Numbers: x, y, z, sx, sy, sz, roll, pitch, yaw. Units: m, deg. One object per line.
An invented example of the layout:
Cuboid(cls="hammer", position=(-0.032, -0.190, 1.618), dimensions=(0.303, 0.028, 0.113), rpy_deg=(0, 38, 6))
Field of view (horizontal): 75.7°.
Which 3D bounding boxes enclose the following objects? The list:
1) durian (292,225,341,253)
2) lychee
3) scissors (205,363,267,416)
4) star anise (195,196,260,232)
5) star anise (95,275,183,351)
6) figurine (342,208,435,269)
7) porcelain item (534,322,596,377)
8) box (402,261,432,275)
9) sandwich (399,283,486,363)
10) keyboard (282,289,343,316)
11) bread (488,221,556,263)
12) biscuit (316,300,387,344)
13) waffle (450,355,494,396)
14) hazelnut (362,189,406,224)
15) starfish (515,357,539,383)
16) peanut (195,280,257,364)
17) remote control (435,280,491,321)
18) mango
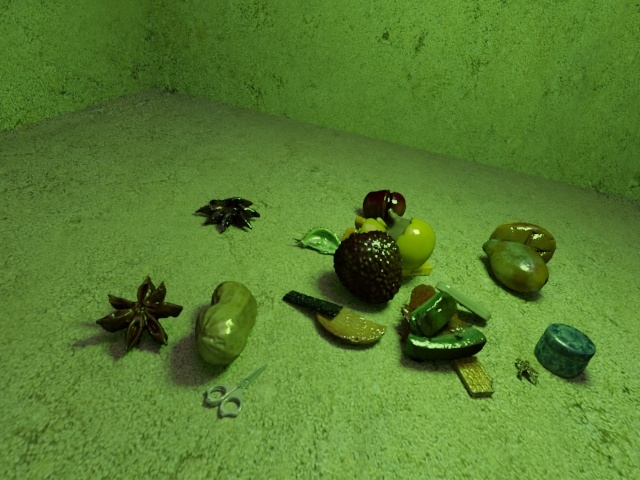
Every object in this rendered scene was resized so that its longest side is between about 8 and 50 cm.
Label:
Cuboid(cls="durian", position=(0.000, 0.000, 1.640), dimensions=(0.216, 0.086, 0.100), rpy_deg=(15, 43, 0))
Cuboid(cls="lychee", position=(0.169, 0.086, 1.407), dimensions=(0.236, 0.236, 0.271), rpy_deg=(-15, 70, -39))
Cuboid(cls="scissors", position=(-0.192, 0.355, 1.012), dimensions=(0.100, 0.015, 0.189), rpy_deg=(29, 31, 23))
Cuboid(cls="star anise", position=(-0.372, -0.130, 1.691), dimensions=(0.272, 0.102, 0.272), rpy_deg=(7, 32, -5))
Cuboid(cls="star anise", position=(-0.462, 0.198, 1.083), dimensions=(0.196, 0.111, 0.212), rpy_deg=(14, 37, 13))
Cuboid(cls="figurine", position=(0.264, -0.005, 1.585), dimensions=(0.344, 0.187, 0.215), rpy_deg=(15, 61, 31))
Cuboid(cls="porcelain item", position=(0.773, 0.343, 1.304), dimensions=(0.147, 0.114, 0.147), rpy_deg=(11, 29, -6))
Cuboid(cls="box", position=(0.329, 0.052, 1.705), dimensions=(0.153, 0.043, 0.269), rpy_deg=(-1, 33, -22))
Cuboid(cls="sandwich", position=(0.365, 0.228, 1.291), dimensions=(0.251, 0.161, 0.301), rpy_deg=(3, 28, -6))
Cuboid(cls="keyboard", position=(-0.026, 0.195, 1.305), dimensions=(0.196, 0.018, 0.060), rpy_deg=(14, 25, 28))
Cuboid(cls="bread", position=(0.897, 0.015, 1.841), dimensions=(0.270, 0.195, 0.143), rpy_deg=(13, 23, 20))
Cuboid(cls="biscuit", position=(0.082, 0.261, 1.254), dimensions=(0.225, 0.033, 0.144), rpy_deg=(17, 29, 18))
Cuboid(cls="waffle", position=(0.443, 0.389, 1.189), dimensions=(0.092, 0.021, 0.135), rpy_deg=(3, 31, -16))
Cuboid(cls="hazelnut", position=(0.299, -0.155, 1.947), dimensions=(0.204, 0.177, 0.178), rpy_deg=(13, 29, 11))
Cuboid(cls="starfish", position=(0.624, 0.393, 1.248), dimensions=(0.078, 0.028, 0.091), rpy_deg=(3, 36, -21))
Cuboid(cls="peanut", position=(-0.251, 0.211, 1.116), dimensions=(0.147, 0.146, 0.305), rpy_deg=(13, 26, 0))
Cuboid(cls="remote control", position=(0.494, 0.207, 1.421), dimensions=(0.222, 0.042, 0.078), rpy_deg=(32, -1, -7))
Cuboid(cls="mango", position=(0.794, 0.093, 1.700), dimensions=(0.193, 0.146, 0.316), rpy_deg=(-17, 35, -8))
